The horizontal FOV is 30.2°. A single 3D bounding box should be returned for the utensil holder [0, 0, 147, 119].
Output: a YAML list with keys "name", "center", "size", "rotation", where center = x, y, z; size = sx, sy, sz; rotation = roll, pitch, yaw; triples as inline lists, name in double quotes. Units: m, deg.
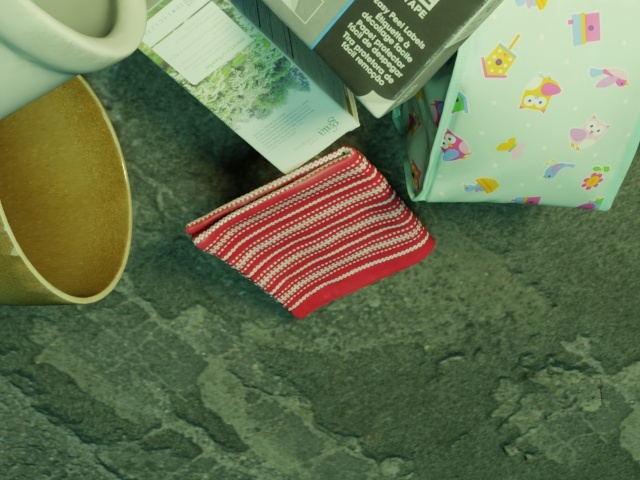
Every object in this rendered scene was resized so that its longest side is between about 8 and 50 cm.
- name: "utensil holder"
  center: [-0.383, -0.193, 0.902]
  size: [0.385, 0.327, 0.327]
  rotation: [-28, 130, 16]

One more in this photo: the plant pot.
- name: "plant pot"
  center: [-0.350, -0.038, 1.138]
  size: [0.254, 0.237, 0.237]
  rotation: [-10, 134, 20]

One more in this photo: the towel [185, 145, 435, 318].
- name: "towel"
  center: [0.000, 0.000, 1.281]
  size: [0.199, 0.031, 0.275]
  rotation: [-26, 152, 12]

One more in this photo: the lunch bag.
- name: "lunch bag"
  center: [0.204, -0.165, 1.145]
  size: [0.223, 0.160, 0.262]
  rotation: [1, 137, -10]

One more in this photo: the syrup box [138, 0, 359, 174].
- name: "syrup box"
  center: [-0.074, -0.176, 1.124]
  size: [0.093, 0.096, 0.237]
  rotation: [-34, 131, 21]

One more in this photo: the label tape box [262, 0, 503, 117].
- name: "label tape box"
  center: [0.083, -0.303, 0.953]
  size: [0.240, 0.106, 0.333]
  rotation: [46, 118, 4]
